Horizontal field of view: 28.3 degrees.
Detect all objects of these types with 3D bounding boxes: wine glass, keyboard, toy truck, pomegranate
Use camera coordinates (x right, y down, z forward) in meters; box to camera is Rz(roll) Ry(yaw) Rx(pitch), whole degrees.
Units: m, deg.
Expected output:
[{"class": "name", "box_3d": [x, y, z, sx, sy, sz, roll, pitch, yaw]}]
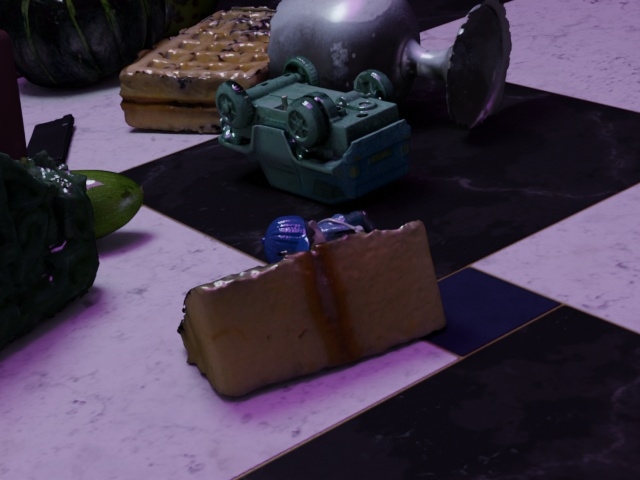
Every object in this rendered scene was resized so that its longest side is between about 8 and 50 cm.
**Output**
[{"class": "wine glass", "box_3d": [0.096, -0.281, 1.914, 0.323, 0.238, 0.238, 15, 32, 26]}, {"class": "keyboard", "box_3d": [-0.436, -0.152, 2.038, 0.072, 0.023, 0.231, -15, 24, 1]}, {"class": "toy truck", "box_3d": [-0.013, -0.151, 1.734, 0.155, 0.156, 0.279, -26, 29, -35]}, {"class": "pomegranate", "box_3d": [-0.340, -0.505, 2.598, 0.306, 0.242, 0.242, -43, 9, 28]}]

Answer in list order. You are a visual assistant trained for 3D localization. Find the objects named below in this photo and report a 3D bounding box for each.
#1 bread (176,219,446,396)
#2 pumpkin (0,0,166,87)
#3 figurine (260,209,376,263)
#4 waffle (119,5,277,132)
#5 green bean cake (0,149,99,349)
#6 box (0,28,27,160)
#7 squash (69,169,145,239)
[{"class": "bread", "box_3d": [-0.007, 0.070, 1.319, 0.266, 0.178, 0.141, -19, 58, -17]}, {"class": "pumpkin", "box_3d": [-0.450, -0.422, 2.366, 0.323, 0.241, 0.323, -10, 25, 5]}, {"class": "figurine", "box_3d": [-0.004, -0.008, 1.520, 0.136, 0.079, 0.077, -30, -10, -31]}, {"class": "waffle", "box_3d": [-0.138, -0.297, 2.148, 0.261, 0.114, 0.376, 3, 26, 25]}, {"class": "green bean cake", "box_3d": [-0.402, -0.031, 1.412, 0.169, 0.307, 0.300, 10, 32, 32]}, {"class": "box", "box_3d": [-0.526, -0.168, 1.798, 0.193, 0.293, 0.167, 0, 14, 16]}, {"class": "squash", "box_3d": [-0.424, -0.033, 1.668, 0.395, 0.107, 0.107, -4, 25, 11]}]
